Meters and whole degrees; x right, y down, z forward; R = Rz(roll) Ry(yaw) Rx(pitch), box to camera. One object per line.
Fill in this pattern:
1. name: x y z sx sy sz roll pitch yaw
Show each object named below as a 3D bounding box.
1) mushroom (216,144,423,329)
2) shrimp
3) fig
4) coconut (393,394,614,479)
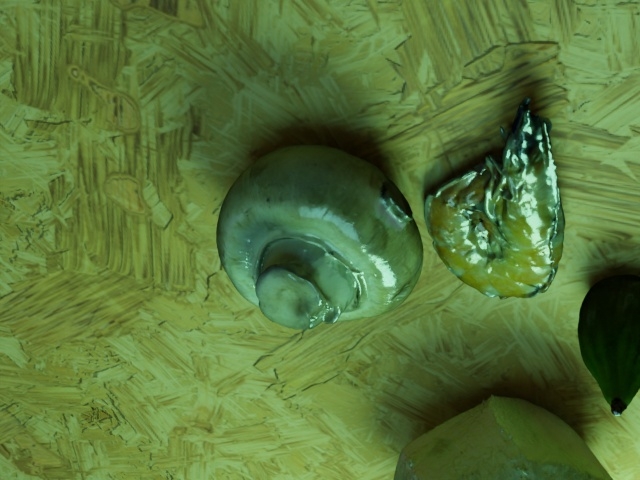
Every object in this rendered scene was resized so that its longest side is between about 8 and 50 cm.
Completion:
1. mushroom: 0.000 0.000 1.726 0.255 0.184 0.254 19 137 18
2. shrimp: 0.197 -0.046 1.706 0.164 0.062 0.316 10 138 11
3. fig: 0.347 0.128 1.756 0.117 0.177 0.117 15 154 7
4. coconut: 0.232 0.358 1.937 0.298 0.309 0.297 -5 108 -15
